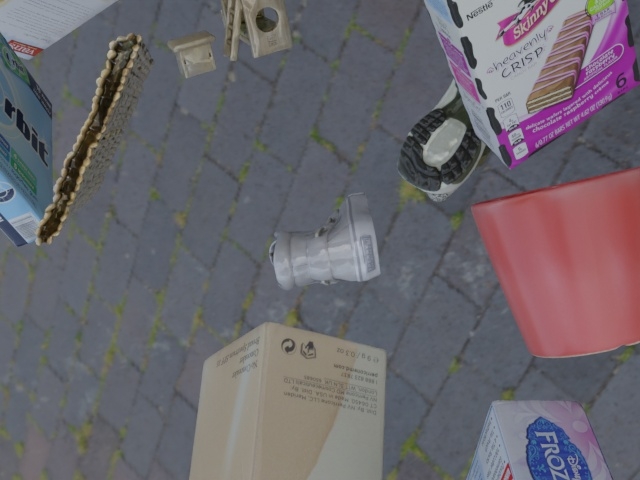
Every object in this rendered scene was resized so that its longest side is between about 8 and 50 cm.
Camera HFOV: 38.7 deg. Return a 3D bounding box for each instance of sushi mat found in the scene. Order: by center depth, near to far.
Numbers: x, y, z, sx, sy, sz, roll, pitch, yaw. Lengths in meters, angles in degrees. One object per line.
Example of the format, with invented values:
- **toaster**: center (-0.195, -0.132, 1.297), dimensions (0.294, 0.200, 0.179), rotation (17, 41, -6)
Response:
- **sushi mat**: center (-0.172, -0.085, 0.727), dimensions (0.019, 0.316, 0.151), rotation (23, 94, -12)

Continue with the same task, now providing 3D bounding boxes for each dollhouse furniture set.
- **dollhouse furniture set**: center (-0.152, -0.312, 1.252), dimensions (0.182, 0.161, 0.101), rotation (-136, 30, -56)

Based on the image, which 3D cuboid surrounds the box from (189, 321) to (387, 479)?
- **box**: center (-0.034, 0.241, 0.752), dimensions (0.148, 0.121, 0.311), rotation (-37, 43, 52)

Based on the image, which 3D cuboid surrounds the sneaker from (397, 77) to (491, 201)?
- **sneaker**: center (0.299, -0.235, 1.702), dimensions (0.158, 0.182, 0.410), rotation (40, 82, 20)

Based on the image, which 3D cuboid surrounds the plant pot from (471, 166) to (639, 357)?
- **plant pot**: center (0.380, 0.034, 1.354), dimensions (0.275, 0.275, 0.243), rotation (-11, 92, 42)

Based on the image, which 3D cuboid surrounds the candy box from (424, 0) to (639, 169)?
- **candy box**: center (0.194, -0.196, 0.830), dimensions (0.159, 0.233, 0.071), rotation (-34, 46, 0)

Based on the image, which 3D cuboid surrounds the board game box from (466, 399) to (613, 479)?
- **board game box**: center (0.135, 0.321, 0.553), dimensions (0.318, 0.066, 0.318), rotation (-98, 12, -50)

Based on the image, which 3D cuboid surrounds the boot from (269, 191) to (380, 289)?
- **boot**: center (0.000, 0.000, 1.076), dimensions (0.124, 0.258, 0.095), rotation (-8, 95, 2)

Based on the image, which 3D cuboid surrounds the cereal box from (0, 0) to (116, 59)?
- **cereal box**: center (-0.364, -0.316, 1.138), dimensions (0.240, 0.173, 0.047), rotation (-21, 71, 31)

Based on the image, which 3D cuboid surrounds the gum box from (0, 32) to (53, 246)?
- **gum box**: center (-0.299, -0.112, 0.830), dimensions (0.041, 0.157, 0.184), rotation (-20, 49, 5)
